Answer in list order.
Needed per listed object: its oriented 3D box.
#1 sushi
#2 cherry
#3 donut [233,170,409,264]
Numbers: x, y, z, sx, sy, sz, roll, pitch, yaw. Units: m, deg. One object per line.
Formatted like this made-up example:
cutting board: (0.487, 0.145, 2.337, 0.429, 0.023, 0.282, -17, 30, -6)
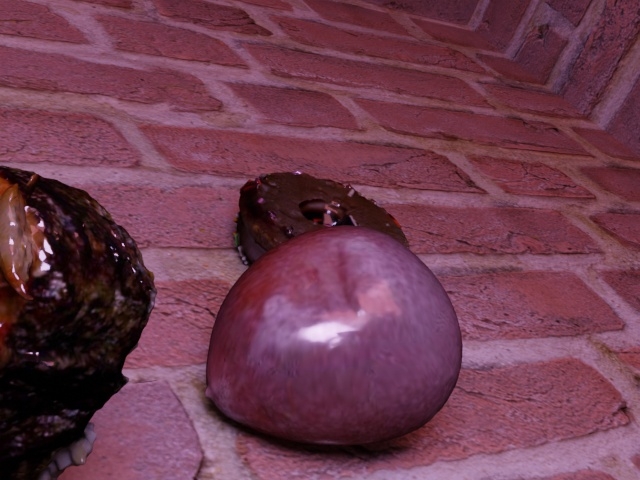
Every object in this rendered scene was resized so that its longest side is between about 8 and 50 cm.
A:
sushi: (-0.260, 0.090, 0.705, 0.196, 0.343, 0.182, 42, 19, 25)
cherry: (0.013, 0.105, 1.038, 0.307, 0.221, 0.261, -16, 42, -26)
donut: (0.000, 0.000, 1.325, 0.270, 0.103, 0.269, 20, 26, -10)
